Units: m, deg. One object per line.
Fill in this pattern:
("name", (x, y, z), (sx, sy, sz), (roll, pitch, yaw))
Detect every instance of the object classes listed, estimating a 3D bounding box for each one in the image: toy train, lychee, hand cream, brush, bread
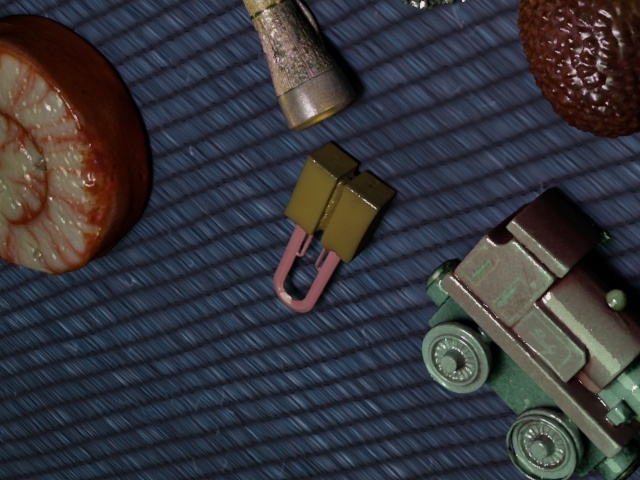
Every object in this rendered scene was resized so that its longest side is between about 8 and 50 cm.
("toy train", (0.254, 0.111, 1.832), (0.304, 0.150, 0.221), (46, 128, 7))
("lychee", (0.275, -0.187, 1.598), (0.194, 0.194, 0.194), (19, 127, 27))
("hand cream", (-0.040, -0.223, 1.897), (0.084, 0.084, 0.203), (-26, 92, 44))
("brush", (0.000, 0.000, 2.021), (0.103, 0.047, 0.233), (38, 135, 12))
("bread", (-0.358, -0.116, 2.176), (0.295, 0.114, 0.328), (8, 121, 32))

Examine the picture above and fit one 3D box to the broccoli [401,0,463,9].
("broccoli", (0.104, -0.403, 1.604), (0.361, 0.221, 0.252), (61, 170, -9))
